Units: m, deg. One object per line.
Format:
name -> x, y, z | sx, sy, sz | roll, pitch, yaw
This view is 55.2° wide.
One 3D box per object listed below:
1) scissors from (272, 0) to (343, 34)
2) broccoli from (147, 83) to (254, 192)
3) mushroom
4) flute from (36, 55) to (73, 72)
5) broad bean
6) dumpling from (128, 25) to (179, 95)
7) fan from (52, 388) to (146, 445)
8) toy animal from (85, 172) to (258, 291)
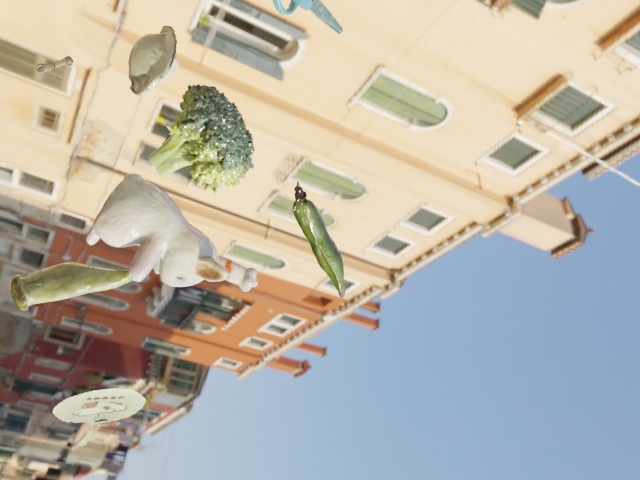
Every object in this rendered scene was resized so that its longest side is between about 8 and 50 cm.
scissors -> -0.021, -0.708, 1.830 | 0.029, 0.447, 0.193 | 12, -89, 25
broccoli -> -0.285, -0.231, 1.438 | 0.243, 0.263, 0.247 | -25, -118, 14
mushroom -> -0.718, 0.114, 1.763 | 0.087, 0.333, 0.107 | 134, -59, -77
flute -> -0.642, -0.425, 1.481 | 0.027, 0.027, 0.233 | -64, -165, 16
broad bean -> 0.000, 0.000, 1.522 | 0.061, 0.339, 0.077 | -24, -156, 8
dumpling -> -0.491, -0.546, 1.857 | 0.172, 0.142, 0.247 | -3, -112, 44
fan -> -0.509, 0.401, 1.383 | 0.329, 0.190, 0.009 | -55, -139, 44
toy animal -> -0.248, 0.022, 1.024 | 0.138, 0.282, 0.140 | -46, -177, 10
